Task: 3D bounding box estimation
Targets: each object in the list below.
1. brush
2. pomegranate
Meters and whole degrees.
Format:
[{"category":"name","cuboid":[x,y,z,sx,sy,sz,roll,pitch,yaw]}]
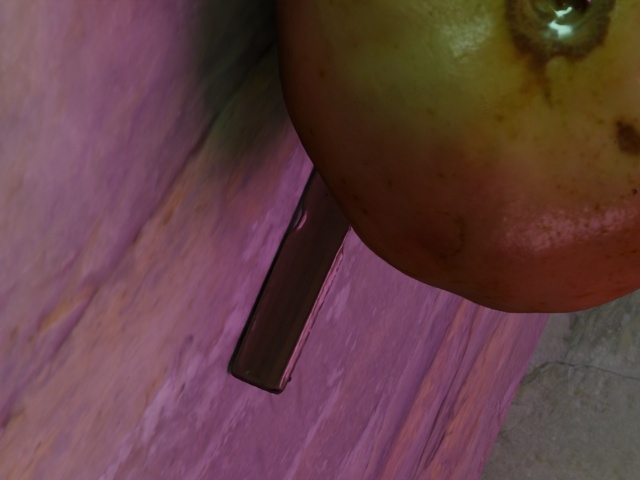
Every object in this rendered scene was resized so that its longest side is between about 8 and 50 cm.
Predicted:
[{"category":"brush","cuboid":[0.000,0.000,1.194,0.048,0.054,0.282,61,52,-78]},{"category":"pomegranate","cuboid":[0.159,-0.149,0.963,0.411,0.412,0.411,-55,157,-37]}]
